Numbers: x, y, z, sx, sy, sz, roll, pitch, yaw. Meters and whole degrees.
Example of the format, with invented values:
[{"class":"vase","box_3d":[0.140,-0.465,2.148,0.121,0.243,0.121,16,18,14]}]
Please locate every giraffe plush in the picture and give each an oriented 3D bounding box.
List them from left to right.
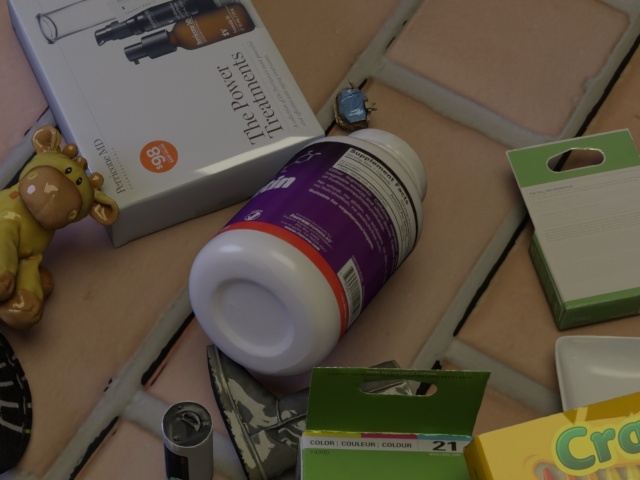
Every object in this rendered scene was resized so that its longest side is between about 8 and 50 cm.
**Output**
[{"class":"giraffe plush","box_3d":[-0.329,-0.027,1.810,0.170,0.181,0.210,-36,34,8]}]

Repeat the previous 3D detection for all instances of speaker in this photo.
[{"class":"speaker","box_3d":[-0.143,0.225,1.708,0.055,0.136,0.055,2,59,-3]}]

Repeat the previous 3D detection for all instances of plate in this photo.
[{"class":"plate","box_3d":[0.410,0.238,1.786,0.277,0.045,0.278,1,59,-4]}]

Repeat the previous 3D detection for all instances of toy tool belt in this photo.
[{"class":"toy tool belt","box_3d":[0.046,-0.161,2.001,0.052,0.051,0.083,-12,61,-10]}]

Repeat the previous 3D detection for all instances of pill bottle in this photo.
[{"class":"pill bottle","box_3d":[0.000,0.000,1.799,0.182,0.181,0.323,27,41,13]}]

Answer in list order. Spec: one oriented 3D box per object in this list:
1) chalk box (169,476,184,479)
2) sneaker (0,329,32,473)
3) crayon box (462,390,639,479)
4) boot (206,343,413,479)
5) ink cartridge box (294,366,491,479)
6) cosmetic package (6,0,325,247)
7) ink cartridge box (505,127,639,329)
[{"class":"chalk box","box_3d":[-0.102,0.366,1.597,0.289,0.180,0.179,17,62,6]},{"class":"sneaker","box_3d":[-0.418,0.134,1.779,0.121,0.111,0.300,-29,67,9]},{"class":"crayon box","box_3d":[0.357,0.298,1.525,0.363,0.106,0.313,-14,78,-6]},{"class":"boot","box_3d":[-0.009,0.173,1.784,0.209,0.076,0.189,-21,75,-8]},{"class":"ink cartridge box","box_3d":[0.071,0.238,1.637,0.189,0.255,0.097,2,52,-3]},{"class":"cosmetic package","box_3d":[-0.200,-0.206,1.991,0.284,0.097,0.377,-22,63,-13]},{"class":"ink cartridge box","box_3d":[0.336,-0.017,1.930,0.171,0.056,0.235,-11,57,-10]}]
